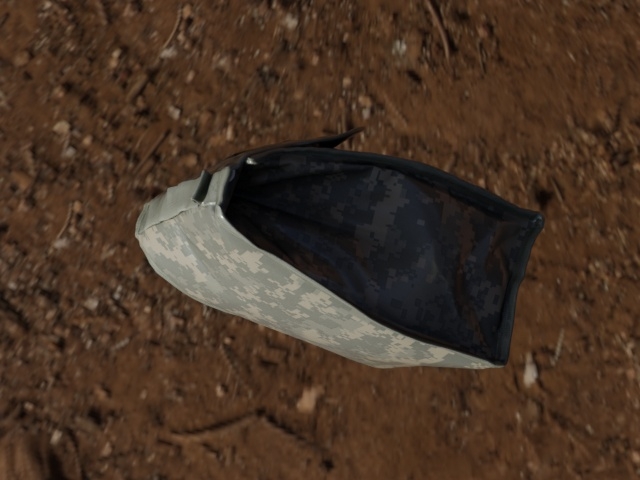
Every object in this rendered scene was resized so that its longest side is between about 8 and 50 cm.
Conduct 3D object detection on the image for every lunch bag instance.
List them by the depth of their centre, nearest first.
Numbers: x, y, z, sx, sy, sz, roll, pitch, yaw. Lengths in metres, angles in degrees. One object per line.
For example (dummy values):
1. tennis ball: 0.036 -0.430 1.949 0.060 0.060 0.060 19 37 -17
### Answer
1. lunch bag: 0.000 0.000 1.127 0.287 0.235 0.169 21 77 -21
